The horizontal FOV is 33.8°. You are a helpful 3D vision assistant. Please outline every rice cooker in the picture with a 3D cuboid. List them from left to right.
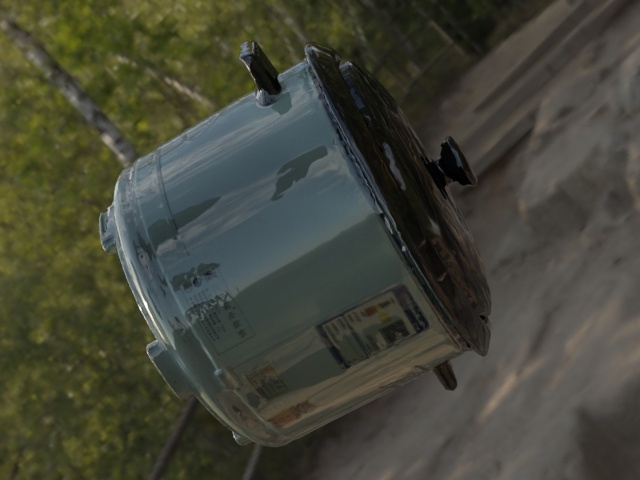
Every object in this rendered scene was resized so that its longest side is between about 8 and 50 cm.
[{"bbox_3d":[0.000,0.000,0.720,0.227,0.280,0.241,-30,19,9],"label":"rice cooker"}]
